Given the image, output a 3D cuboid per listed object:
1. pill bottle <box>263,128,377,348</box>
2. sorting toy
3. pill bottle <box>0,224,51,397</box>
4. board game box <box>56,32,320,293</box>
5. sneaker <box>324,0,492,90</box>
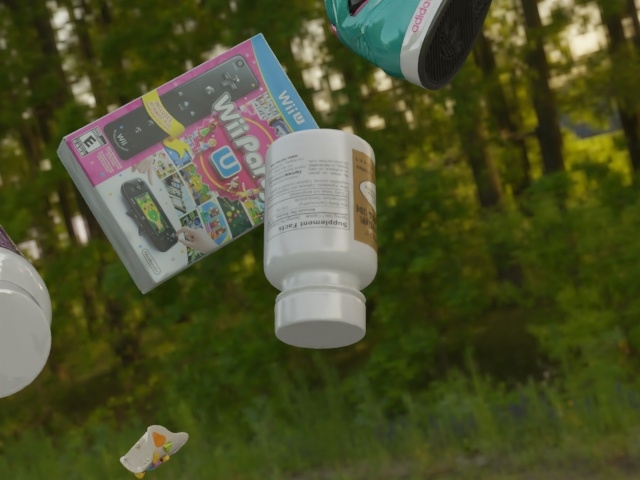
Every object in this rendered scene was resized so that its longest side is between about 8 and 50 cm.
[{"bbox_3d":[0.000,0.000,1.526,0.131,0.229,0.131,0,-23,0],"label":"pill bottle"},{"bbox_3d":[-0.219,0.287,1.822,0.075,0.045,0.083,-11,-29,-48],"label":"sorting toy"},{"bbox_3d":[-0.405,0.070,1.529,0.169,0.169,0.301,-15,21,-20],"label":"pill bottle"},{"bbox_3d":[-0.156,-0.103,1.749,0.303,0.224,0.097,-31,-1,-21],"label":"board game box"},{"bbox_3d":[0.097,-0.290,1.271,0.178,0.296,0.124,21,-17,30],"label":"sneaker"}]
